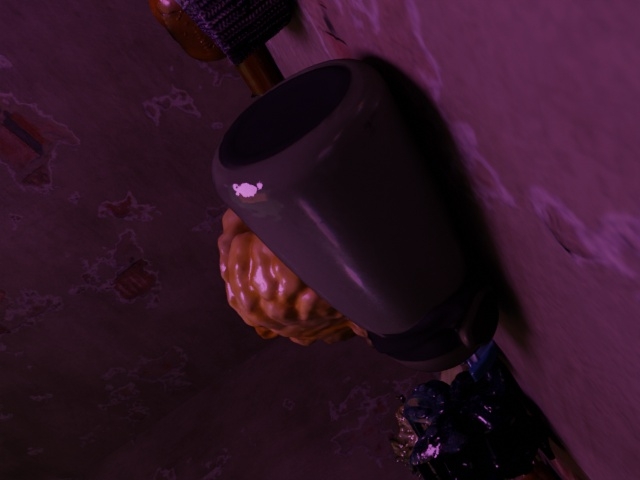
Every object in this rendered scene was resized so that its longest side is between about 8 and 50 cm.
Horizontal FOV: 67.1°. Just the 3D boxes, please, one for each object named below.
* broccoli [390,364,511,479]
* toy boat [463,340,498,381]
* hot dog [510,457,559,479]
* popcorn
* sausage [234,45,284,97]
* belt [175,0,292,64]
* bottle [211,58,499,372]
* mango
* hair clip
[{"bbox_3d":[0.329,0.454,1.199,0.348,0.294,0.280,77,-159,-69],"label":"broccoli"},{"bbox_3d":[0.209,0.172,0.792,0.088,0.102,0.215,57,177,-15],"label":"toy boat"},{"bbox_3d":[0.538,0.701,1.022,0.365,0.196,0.367,52,180,44],"label":"hot dog"},{"bbox_3d":[0.000,0.000,0.791,0.349,0.349,0.381,54,-153,-64],"label":"popcorn"},{"bbox_3d":[-0.185,-0.425,0.886,0.082,0.082,0.371,56,-179,43],"label":"sausage"},{"bbox_3d":[-0.161,-0.347,0.543,0.324,0.122,0.260,55,-175,14],"label":"belt"},{"bbox_3d":[0.060,0.005,0.482,0.347,0.168,0.168,49,-176,-35],"label":"bottle"},{"bbox_3d":[-0.256,-0.478,1.022,0.156,0.151,0.249,11,170,23],"label":"mango"},{"bbox_3d":[0.251,0.311,0.809,0.194,0.206,0.310,61,-174,3],"label":"hair clip"}]
